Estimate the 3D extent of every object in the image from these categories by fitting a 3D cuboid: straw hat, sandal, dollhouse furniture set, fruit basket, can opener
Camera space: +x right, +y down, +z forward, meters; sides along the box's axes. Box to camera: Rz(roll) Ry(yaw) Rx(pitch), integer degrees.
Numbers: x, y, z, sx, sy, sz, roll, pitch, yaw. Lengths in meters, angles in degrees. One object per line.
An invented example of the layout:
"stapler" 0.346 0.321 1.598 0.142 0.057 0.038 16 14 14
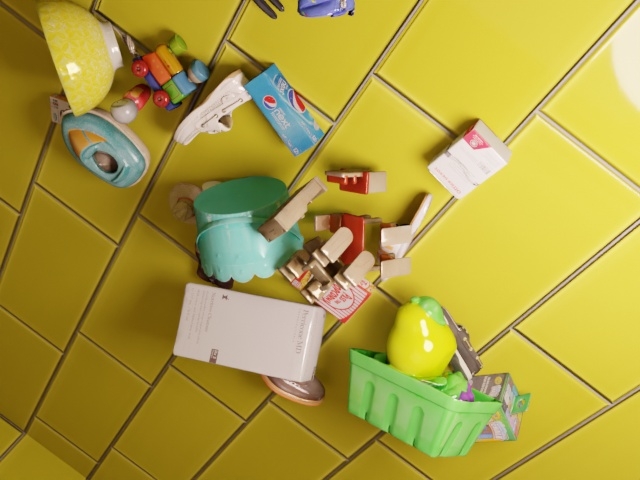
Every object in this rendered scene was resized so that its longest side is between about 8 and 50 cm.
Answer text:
"straw hat" -0.381 -0.086 2.098 0.144 0.061 0.144 13 126 18
"sandal" 0.193 -0.020 1.846 0.076 0.102 0.265 29 121 7
"dollhouse furniture set" 0.079 -0.040 1.795 0.262 0.135 0.259 14 108 51
"fruit basket" 0.262 0.324 1.913 0.392 0.392 0.283 -12 161 39
"can opener" -0.155 -0.569 1.669 0.186 0.073 0.059 37 91 -6
"dollhouse furniture set" 0.000 0.000 1.767 0.242 0.161 0.212 48 147 -9

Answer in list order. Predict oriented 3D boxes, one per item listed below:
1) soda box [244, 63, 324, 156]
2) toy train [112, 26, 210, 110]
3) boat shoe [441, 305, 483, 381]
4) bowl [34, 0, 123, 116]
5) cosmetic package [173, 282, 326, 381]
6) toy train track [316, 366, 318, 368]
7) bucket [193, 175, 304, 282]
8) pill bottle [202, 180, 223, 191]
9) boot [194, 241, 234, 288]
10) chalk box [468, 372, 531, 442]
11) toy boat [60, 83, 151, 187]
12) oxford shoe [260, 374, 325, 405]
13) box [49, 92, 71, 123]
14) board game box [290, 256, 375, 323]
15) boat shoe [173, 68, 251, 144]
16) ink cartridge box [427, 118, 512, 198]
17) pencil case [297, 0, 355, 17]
"soda box" -0.085 -0.311 1.794 0.071 0.067 0.210 -26 108 36
"toy train" -0.390 -0.457 1.834 0.143 0.105 0.248 -31 99 22
"boat shoe" 0.359 0.262 1.974 0.228 0.068 0.081 63 162 -18
"bowl" -0.580 -0.466 1.851 0.156 0.289 0.289 -18 121 -13
"cosmetic package" -0.194 0.256 2.105 0.385 0.156 0.217 7 84 16
"toy train track" -0.037 0.394 2.290 0.048 0.014 0.083 28 130 7
"bucket" -0.189 -0.035 1.912 0.281 0.281 0.183 3 119 24
"pill bottle" -0.289 -0.088 2.039 0.078 0.078 0.137 16 125 16
"boot" -0.243 0.070 2.143 0.248 0.090 0.207 22 141 9
"chalk box" 0.462 0.448 2.007 0.213 0.132 0.132 -11 116 33
"toy boat" -0.556 -0.282 1.981 0.267 0.148 0.318 37 128 -12
"oxford shoe" -0.117 0.348 2.225 0.363 0.130 0.133 39 122 -1
"box" -0.702 -0.357 2.090 0.136 0.028 0.081 18 128 11
"board game box" 0.033 0.121 2.047 0.193 0.045 0.147 36 130 -1
"boat shoe" -0.263 -0.307 1.864 0.096 0.098 0.277 47 128 -9
"ink cartridge box" 0.333 -0.181 1.682 0.109 0.063 0.150 44 130 -8
"pencil case" 0.007 -0.599 1.515 0.133 0.119 0.306 33 138 42
